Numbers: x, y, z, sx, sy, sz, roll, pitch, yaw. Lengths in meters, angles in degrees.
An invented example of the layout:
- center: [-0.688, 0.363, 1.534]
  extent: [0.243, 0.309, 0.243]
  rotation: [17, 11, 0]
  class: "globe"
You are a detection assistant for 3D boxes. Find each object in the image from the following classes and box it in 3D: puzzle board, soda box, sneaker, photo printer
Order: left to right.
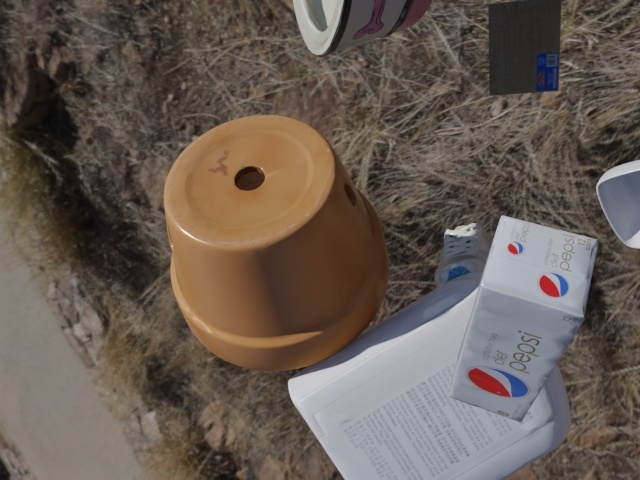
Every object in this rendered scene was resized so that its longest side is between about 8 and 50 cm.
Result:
- center: [0.151, 0.204, 0.802]
  extent: [0.307, 0.107, 0.256]
  rotation: [-32, 100, 2]
  class: "photo printer"
- center: [0.218, 0.025, 0.965]
  extent: [0.087, 0.228, 0.092]
  rotation: [-13, 91, 19]
  class: "sneaker"
- center: [0.161, 0.076, 0.525]
  extent: [0.073, 0.069, 0.216]
  rotation: [16, 148, 15]
  class: "soda box"
- center: [0.289, -0.274, 0.891]
  extent: [0.096, 0.011, 0.128]
  rotation: [0, 112, 16]
  class: "puzzle board"

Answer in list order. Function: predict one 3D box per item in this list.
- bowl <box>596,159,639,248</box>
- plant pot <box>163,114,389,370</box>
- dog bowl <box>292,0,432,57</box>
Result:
- center: [0.464, -0.059, 0.851]
  extent: [0.142, 0.053, 0.142]
  rotation: [-14, 124, 41]
  class: "bowl"
- center: [-0.064, -0.013, 0.774]
  extent: [0.290, 0.291, 0.203]
  rotation: [24, 153, 24]
  class: "plant pot"
- center: [0.057, -0.473, 0.884]
  extent: [0.408, 0.150, 0.408]
  rotation: [173, 90, -77]
  class: "dog bowl"
